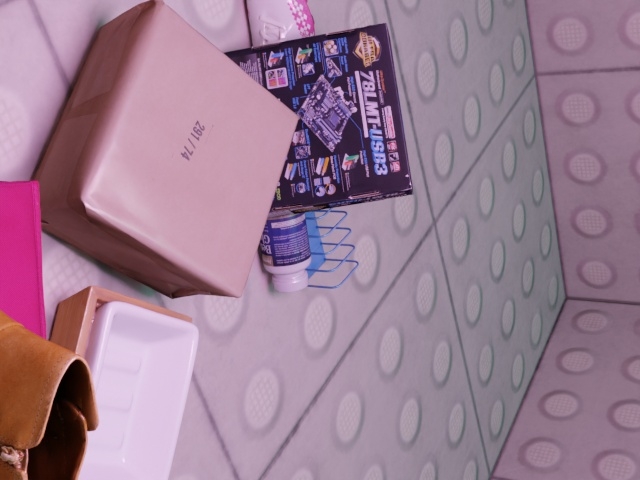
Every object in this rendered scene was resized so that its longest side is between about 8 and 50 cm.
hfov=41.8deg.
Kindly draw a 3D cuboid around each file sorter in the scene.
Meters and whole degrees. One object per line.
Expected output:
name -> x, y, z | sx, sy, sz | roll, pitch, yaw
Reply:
file sorter -> 0.000, 0.000, 1.699 | 0.118, 0.104, 0.170 | -45, 130, -47

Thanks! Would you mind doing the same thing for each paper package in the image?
paper package -> -0.217, -0.116, 1.217 | 0.309, 0.168, 0.325 | 35, 62, -39

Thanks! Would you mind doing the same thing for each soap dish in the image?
soap dish -> -0.302, 0.229, 1.211 | 0.229, 0.118, 0.291 | 29, 68, -56

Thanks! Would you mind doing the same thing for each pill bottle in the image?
pill bottle -> -0.068, 0.008, 1.597 | 0.094, 0.094, 0.170 | -33, 120, -53

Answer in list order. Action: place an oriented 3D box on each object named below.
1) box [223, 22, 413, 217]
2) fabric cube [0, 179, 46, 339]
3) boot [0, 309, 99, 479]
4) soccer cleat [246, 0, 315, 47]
box -> -0.005, -0.202, 1.444 | 0.073, 0.293, 0.296 | 32, 49, -81
fabric cube -> -0.450, 0.071, 0.819 | 0.258, 0.259, 0.254 | -10, 101, -57
boot -> -0.269, 0.073, 0.669 | 0.104, 0.211, 0.295 | -8, 99, -60
soccer cleat -> -0.069, -0.330, 1.543 | 0.143, 0.116, 0.331 | -55, 137, -43
